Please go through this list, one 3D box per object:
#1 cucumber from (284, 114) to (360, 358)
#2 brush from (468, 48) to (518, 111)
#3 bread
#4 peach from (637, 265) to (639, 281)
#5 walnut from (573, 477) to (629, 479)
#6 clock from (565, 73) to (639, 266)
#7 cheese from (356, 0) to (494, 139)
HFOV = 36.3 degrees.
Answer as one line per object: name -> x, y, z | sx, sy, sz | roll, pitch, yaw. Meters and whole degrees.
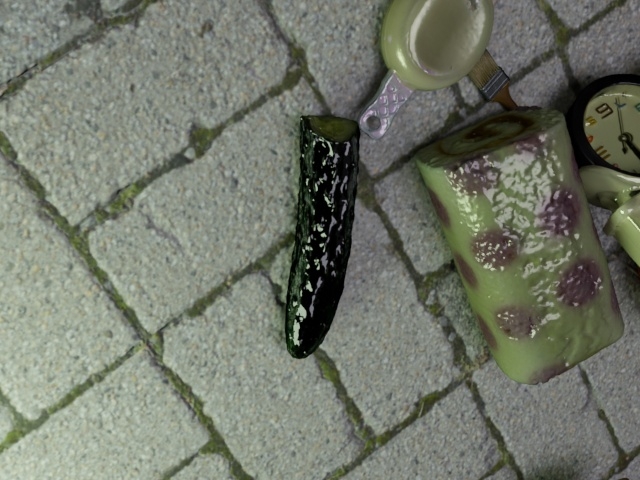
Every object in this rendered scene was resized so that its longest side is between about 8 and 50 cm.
cucumber -> 0.000, 0.000, 1.190 | 0.081, 0.072, 0.303 | -3, 106, -27
brush -> 0.247, -0.183, 1.289 | 0.043, 0.014, 0.170 | -48, 119, -5
bread -> 0.268, 0.008, 1.271 | 0.187, 0.155, 0.338 | -28, 115, -11
peach -> 0.574, 0.043, 1.399 | 0.231, 0.231, 0.230 | -7, 107, -24
walnut -> 0.345, 0.477, 1.414 | 0.336, 0.209, 0.209 | -49, 118, -10
clock -> 0.507, -0.144, 1.307 | 0.379, 0.120, 0.276 | -29, 72, -13
cheese -> 0.118, -0.223, 1.190 | 0.137, 0.064, 0.227 | 35, 89, -27
